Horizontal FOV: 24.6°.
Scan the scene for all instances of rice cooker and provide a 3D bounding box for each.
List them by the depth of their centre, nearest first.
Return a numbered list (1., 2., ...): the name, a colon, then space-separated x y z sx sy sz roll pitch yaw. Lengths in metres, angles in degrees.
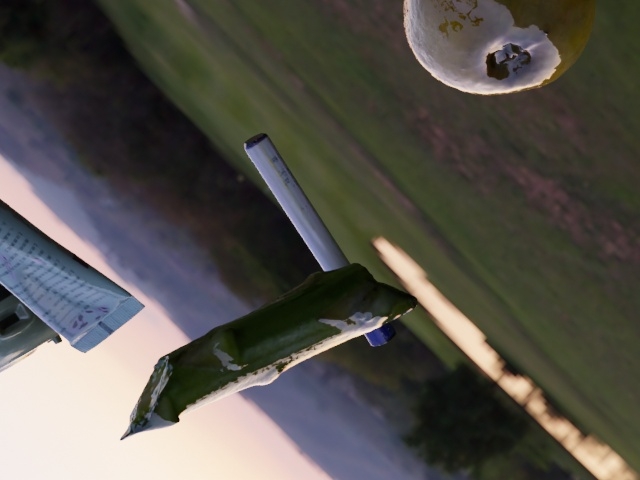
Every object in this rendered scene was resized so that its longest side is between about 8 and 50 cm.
1. rice cooker: -0.485 0.076 2.026 0.244 0.226 0.226 60 175 -1

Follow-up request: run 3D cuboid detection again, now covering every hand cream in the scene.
1. hand cream: -0.306 -0.009 1.335 0.331 0.085 0.058 43 -161 -25

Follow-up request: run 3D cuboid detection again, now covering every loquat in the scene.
1. loquat: 0.240 -0.338 2.057 0.275 0.275 0.275 44 176 4

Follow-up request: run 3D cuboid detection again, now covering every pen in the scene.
1. pen: 0.000 0.000 1.597 0.269 0.033 0.033 57 173 -13

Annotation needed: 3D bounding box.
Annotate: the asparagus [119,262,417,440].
1. asparagus: -0.060 0.106 1.501 0.082 0.343 0.085 13 123 68
